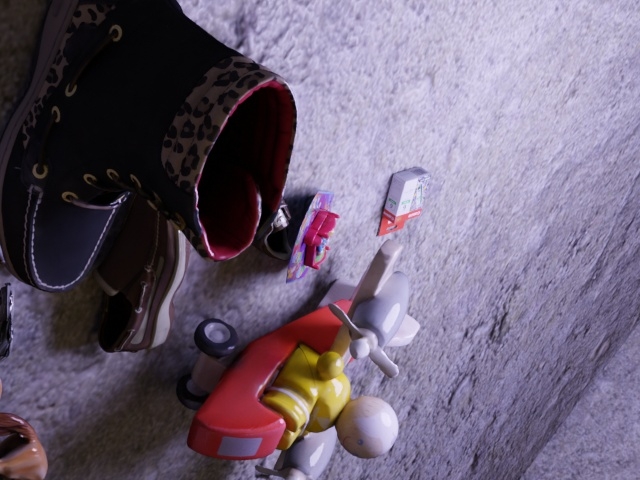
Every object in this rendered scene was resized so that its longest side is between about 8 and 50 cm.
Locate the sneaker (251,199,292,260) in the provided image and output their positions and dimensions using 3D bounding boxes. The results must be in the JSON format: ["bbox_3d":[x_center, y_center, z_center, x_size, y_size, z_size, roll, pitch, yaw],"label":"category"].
[{"bbox_3d":[-0.067,-0.051,1.416,0.066,0.071,0.188,-37,144,-22],"label":"sneaker"}]

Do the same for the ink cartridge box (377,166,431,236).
[{"bbox_3d":[0.130,-0.054,1.684,0.063,0.029,0.115,-18,133,-41],"label":"ink cartridge box"}]

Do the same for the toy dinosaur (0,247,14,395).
[{"bbox_3d":[-0.389,0.137,1.057,0.164,0.218,0.322,53,34,-40],"label":"toy dinosaur"}]

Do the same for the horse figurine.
[{"bbox_3d":[-0.400,0.300,1.340,0.174,0.066,0.263,-11,131,-36],"label":"horse figurine"}]

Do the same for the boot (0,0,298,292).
[{"bbox_3d":[-0.181,-0.064,1.075,0.138,0.284,0.377,-1,120,-49],"label":"boot"}]

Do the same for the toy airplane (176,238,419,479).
[{"bbox_3d":[0.019,0.193,1.551,0.384,0.272,0.386,-45,156,-1],"label":"toy airplane"}]

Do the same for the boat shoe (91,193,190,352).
[{"bbox_3d":[-0.220,0.038,1.297,0.095,0.095,0.257,-16,132,-34],"label":"boat shoe"}]

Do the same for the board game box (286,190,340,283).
[{"bbox_3d":[0.000,0.000,1.508,0.169,0.033,0.133,-6,116,-78],"label":"board game box"}]
